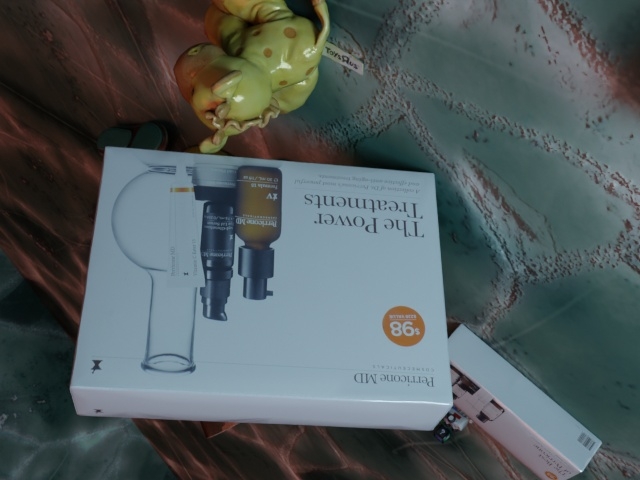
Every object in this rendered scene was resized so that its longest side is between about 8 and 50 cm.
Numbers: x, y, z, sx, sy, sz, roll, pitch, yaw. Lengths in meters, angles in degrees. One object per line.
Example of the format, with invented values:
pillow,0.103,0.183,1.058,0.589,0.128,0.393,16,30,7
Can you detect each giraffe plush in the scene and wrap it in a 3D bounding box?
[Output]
giraffe plush,-0.086,-0.184,0.970,0.210,0.170,0.181,25,146,34

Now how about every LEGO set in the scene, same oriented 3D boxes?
LEGO set,0.144,0.220,1.363,0.244,0.060,0.182,49,164,-4

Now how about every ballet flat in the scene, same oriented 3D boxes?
ballet flat,-0.288,-0.153,1.417,0.068,0.072,0.213,31,166,-39

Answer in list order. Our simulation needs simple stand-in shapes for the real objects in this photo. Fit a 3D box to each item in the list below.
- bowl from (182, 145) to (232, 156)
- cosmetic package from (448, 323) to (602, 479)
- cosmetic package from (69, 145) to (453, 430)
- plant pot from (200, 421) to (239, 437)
bowl,-0.169,0.013,1.365,0.289,0.156,0.289,34,151,22
cosmetic package,0.252,0.227,1.183,0.239,0.060,0.099,40,153,10
cosmetic package,-0.058,0.050,0.944,0.377,0.284,0.097,4,152,-8
plant pot,-0.172,0.210,1.615,0.230,0.215,0.215,61,152,4
